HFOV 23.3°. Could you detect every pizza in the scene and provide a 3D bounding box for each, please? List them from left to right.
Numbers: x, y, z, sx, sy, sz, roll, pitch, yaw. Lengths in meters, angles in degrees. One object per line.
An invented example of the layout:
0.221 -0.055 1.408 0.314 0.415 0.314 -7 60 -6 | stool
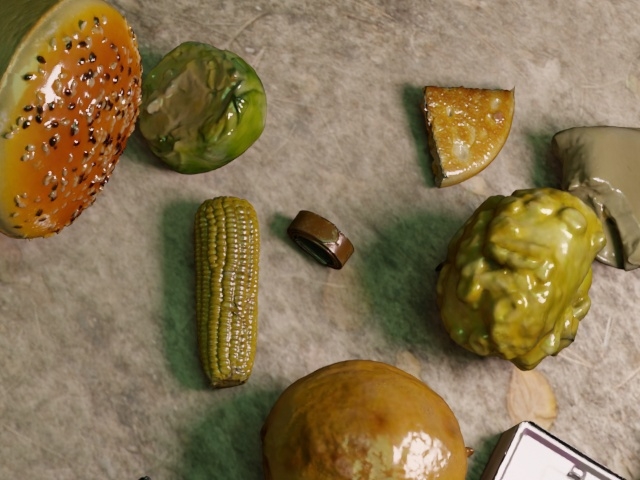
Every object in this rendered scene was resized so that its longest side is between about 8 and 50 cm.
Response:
0.177 -0.147 1.997 0.131 0.041 0.178 29 69 -9 | pizza

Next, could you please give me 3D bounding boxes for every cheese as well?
0.385 -0.055 1.982 0.175 0.091 0.203 7 63 -32 | cheese

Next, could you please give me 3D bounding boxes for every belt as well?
0.000 0.000 1.894 0.083 0.059 0.036 37 67 -3 | belt

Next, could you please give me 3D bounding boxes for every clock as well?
0.283 0.327 1.870 0.192 0.071 0.147 31 68 -5 | clock

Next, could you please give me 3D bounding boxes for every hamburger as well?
-0.310 -0.143 1.733 0.176 0.300 0.300 25 68 11 | hamburger

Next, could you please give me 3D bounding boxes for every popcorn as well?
0.235 0.036 1.870 0.192 0.233 0.266 17 29 16 | popcorn

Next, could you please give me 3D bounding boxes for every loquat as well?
0.047 0.248 1.759 0.238 0.193 0.238 7 59 -12 | loquat

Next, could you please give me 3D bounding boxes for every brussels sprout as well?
-0.136 -0.154 1.873 0.151 0.122 0.149 -6 66 19 | brussels sprout

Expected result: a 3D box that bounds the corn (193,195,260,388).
-0.109 0.059 1.836 0.080 0.080 0.231 2 73 -15 | corn

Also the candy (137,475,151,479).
-0.290 0.380 1.684 0.312 0.088 0.061 -41 87 -22 | candy
